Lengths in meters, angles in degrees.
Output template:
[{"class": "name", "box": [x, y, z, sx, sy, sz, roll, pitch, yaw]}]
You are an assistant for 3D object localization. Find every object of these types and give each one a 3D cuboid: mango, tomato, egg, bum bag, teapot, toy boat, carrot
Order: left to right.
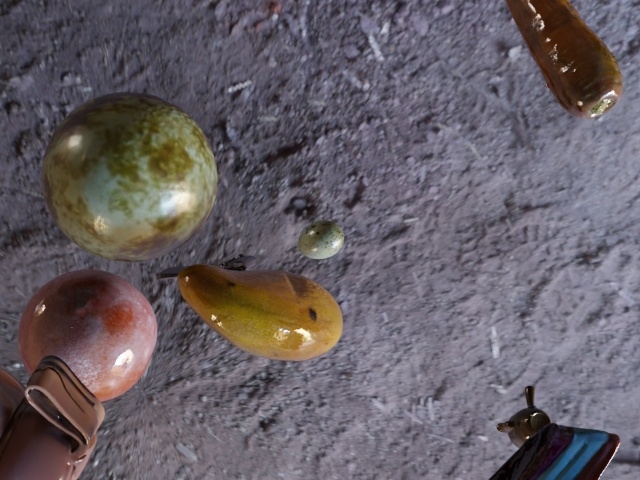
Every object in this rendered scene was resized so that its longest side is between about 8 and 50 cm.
[{"class": "tomato", "box": [-0.462, 0.180, 1.690, 0.270, 0.227, 0.270, 4, 52, -5]}, {"class": "egg", "box": [-0.273, -0.089, 1.208, 0.238, 0.289, 0.238, -1, 93, -26]}, {"class": "bum bag", "box": [-0.195, 0.045, 1.458, 0.159, 0.109, 0.026, -5, 95, 4]}, {"class": "mango", "box": [-0.078, 0.099, 1.149, 0.262, 0.157, 0.109, 13, 111, -40]}, {"class": "egg", "box": [0.000, 0.000, 1.901, 0.110, 0.085, 0.085, -28, 86, 23]}, {"class": "toy boat", "box": [0.223, 0.362, 1.068, 0.079, 0.136, 0.392, 26, 117, -9]}, {"class": "teapot", "box": [0.349, 0.295, 1.447, 0.085, 0.080, 0.110, 14, 63, -7]}, {"class": "carrot", "box": [0.148, -0.165, 0.591, 0.047, 0.047, 0.191, -17, 66, -14]}]

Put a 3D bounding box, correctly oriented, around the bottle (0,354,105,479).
[{"class": "bottle", "box": [-0.353, 0.164, 0.755, 0.297, 0.173, 0.206, 21, 114, -5]}]
